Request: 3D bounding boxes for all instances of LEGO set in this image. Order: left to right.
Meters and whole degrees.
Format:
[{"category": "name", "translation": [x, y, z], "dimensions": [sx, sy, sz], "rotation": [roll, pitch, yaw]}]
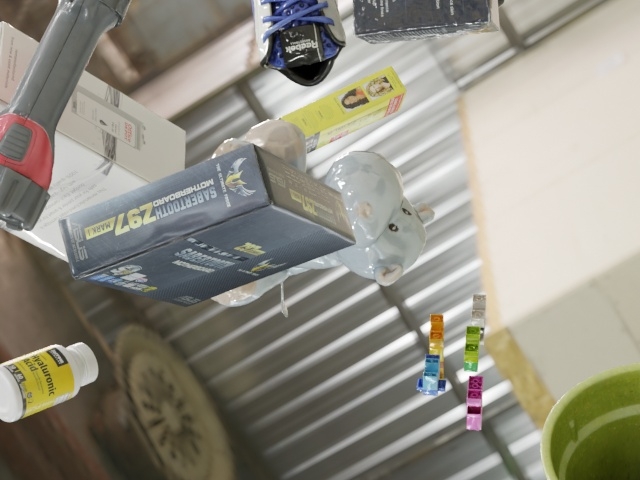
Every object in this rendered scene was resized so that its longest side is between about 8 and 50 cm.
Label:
[{"category": "LEGO set", "translation": [0.178, 0.174, 1.938], "dimensions": [0.227, 0.087, 0.093], "rotation": [-76, -13, -55]}]

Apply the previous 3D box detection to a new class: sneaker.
[{"category": "sneaker", "translation": [-0.028, -0.304, 1.685], "dimensions": [0.182, 0.127, 0.315], "rotation": [-102, -2, -47]}]

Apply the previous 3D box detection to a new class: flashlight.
[{"category": "flashlight", "translation": [-0.285, -0.162, 1.522], "dimensions": [0.103, 0.304, 0.103], "rotation": [13, 163, 37]}]

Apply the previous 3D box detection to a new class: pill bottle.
[{"category": "pill bottle", "translation": [-0.308, 0.154, 1.602], "dimensions": [0.116, 0.065, 0.065], "rotation": [-21, -102, -42]}]

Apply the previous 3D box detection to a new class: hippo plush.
[{"category": "hippo plush", "translation": [0.000, 0.000, 1.794], "dimensions": [0.234, 0.236, 0.294], "rotation": [-53, -44, -35]}]

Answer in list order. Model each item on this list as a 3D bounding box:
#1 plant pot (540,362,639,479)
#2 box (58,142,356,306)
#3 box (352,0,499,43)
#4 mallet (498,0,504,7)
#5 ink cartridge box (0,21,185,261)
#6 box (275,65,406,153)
[{"category": "plant pot", "translation": [0.388, 0.319, 1.609], "dimensions": [0.276, 0.276, 0.254], "rotation": [-104, 4, -52]}, {"category": "box", "translation": [-0.090, -0.007, 1.249], "dimensions": [0.233, 0.183, 0.059], "rotation": [24, -133, -70]}, {"category": "box", "translation": [0.117, -0.311, 1.639], "dimensions": [0.093, 0.158, 0.156], "rotation": [-2, -91, -75]}, {"category": "mallet", "translation": [0.218, -0.378, 1.960], "dimensions": [0.039, 0.062, 0.189], "rotation": [42, 159, 31]}, {"category": "ink cartridge box", "translation": [-0.329, -0.104, 1.706], "dimensions": [0.283, 0.207, 0.117], "rotation": [31, -135, -38]}, {"category": "box", "translation": [0.029, -0.211, 2.428], "dimensions": [0.058, 0.232, 0.087], "rotation": [59, 162, 14]}]
